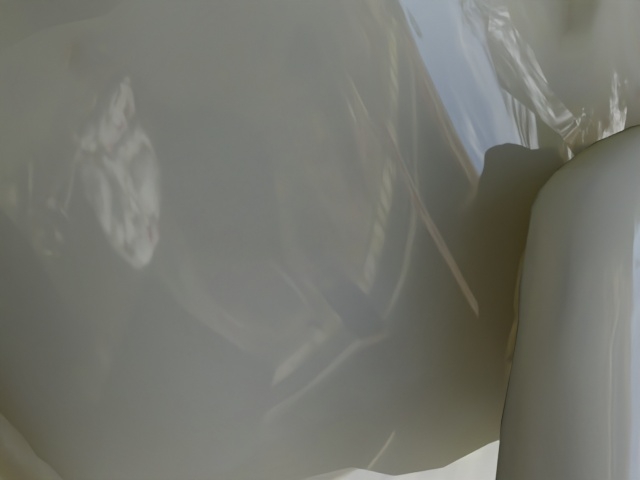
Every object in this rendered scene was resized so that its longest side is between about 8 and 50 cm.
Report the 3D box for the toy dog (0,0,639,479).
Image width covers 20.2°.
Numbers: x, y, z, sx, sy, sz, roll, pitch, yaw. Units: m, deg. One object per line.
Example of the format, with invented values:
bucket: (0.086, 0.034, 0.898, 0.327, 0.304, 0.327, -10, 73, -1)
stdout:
toy dog: (0.000, 0.000, 0.515, 0.285, 0.407, 0.395, -22, -161, 12)
